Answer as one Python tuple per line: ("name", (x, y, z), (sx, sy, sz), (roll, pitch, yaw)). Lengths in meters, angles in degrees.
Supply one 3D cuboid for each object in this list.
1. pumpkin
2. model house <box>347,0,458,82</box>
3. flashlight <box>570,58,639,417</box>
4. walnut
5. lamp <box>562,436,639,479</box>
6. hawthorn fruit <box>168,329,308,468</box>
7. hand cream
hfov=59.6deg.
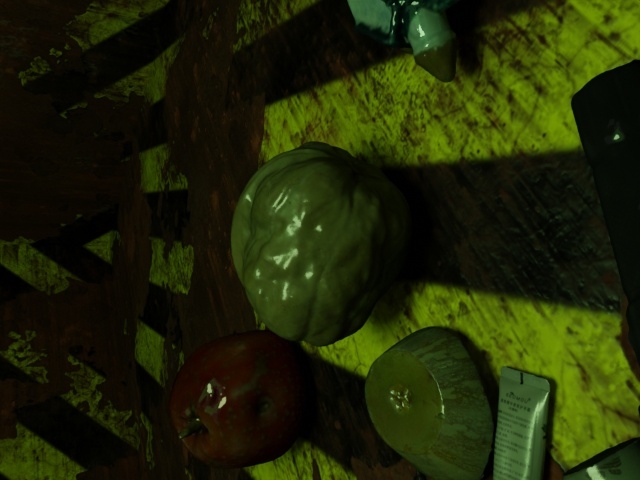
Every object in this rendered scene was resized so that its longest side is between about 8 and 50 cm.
("pumpkin", (0.127, 0.223, 0.752), (0.217, 0.109, 0.218), (-25, 61, 60))
("model house", (0.137, -0.347, 0.751), (0.253, 0.184, 0.292), (-19, 86, 51))
("flashlight", (0.295, 0.036, 0.462), (0.103, 0.103, 0.425), (-37, 47, 52))
("walnut", (0.001, 0.001, 0.845), (0.282, 0.253, 0.277), (41, 120, 54))
("lamp", (0.300, 0.284, 0.468), (0.121, 0.121, 0.215), (-52, 55, 45))
("hawthorn fruit", (-0.163, 0.314, 1.094), (0.275, 0.299, 0.276), (10, 107, 36))
("hand cream", (0.231, 0.272, 0.656), (0.080, 0.050, 0.234), (179, 97, -65))
